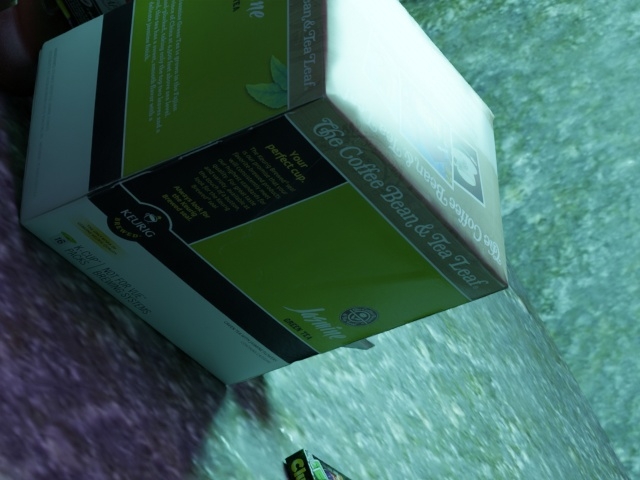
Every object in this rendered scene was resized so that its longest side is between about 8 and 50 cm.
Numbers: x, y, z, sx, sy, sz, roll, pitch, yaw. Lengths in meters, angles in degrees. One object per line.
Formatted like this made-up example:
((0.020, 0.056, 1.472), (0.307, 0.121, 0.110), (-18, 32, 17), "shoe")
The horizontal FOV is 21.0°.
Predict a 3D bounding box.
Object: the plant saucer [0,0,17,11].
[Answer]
((-0.371, -0.259, 1.315), (0.311, 0.050, 0.310), (36, -3, 2), "plant saucer")

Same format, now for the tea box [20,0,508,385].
((-0.044, -0.068, 1.585), (0.329, 0.324, 0.220), (44, 36, -44), "tea box")

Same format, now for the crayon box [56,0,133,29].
((-0.115, -0.268, 1.789), (0.363, 0.106, 0.313), (64, 43, -55), "crayon box")

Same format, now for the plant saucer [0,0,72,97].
((-0.268, -0.234, 1.631), (0.198, 0.036, 0.198), (3, 90, -69), "plant saucer")

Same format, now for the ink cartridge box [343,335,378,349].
((0.000, 0.000, 1.827), (0.087, 0.153, 0.208), (34, 65, -55), "ink cartridge box")

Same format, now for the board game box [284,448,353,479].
((0.056, 0.316, 1.782), (0.260, 0.030, 0.136), (40, 25, -50), "board game box")
